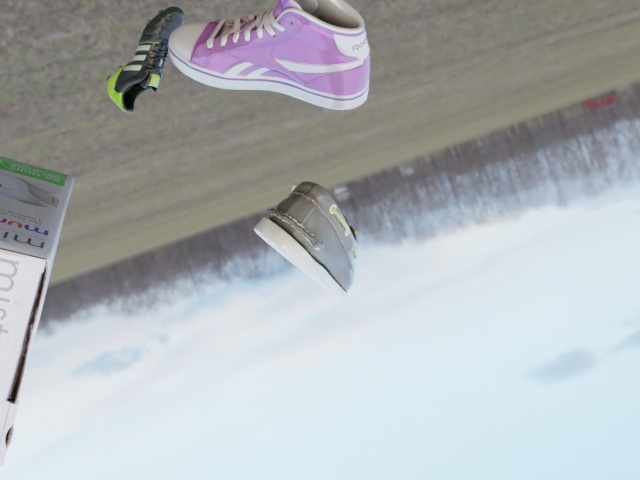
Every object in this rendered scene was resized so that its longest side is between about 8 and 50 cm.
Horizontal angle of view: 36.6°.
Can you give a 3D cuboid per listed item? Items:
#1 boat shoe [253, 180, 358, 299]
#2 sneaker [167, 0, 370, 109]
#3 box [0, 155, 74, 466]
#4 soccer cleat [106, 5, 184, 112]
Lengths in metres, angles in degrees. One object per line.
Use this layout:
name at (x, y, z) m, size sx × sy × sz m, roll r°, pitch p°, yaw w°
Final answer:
boat shoe at (0.004, 0.003, 1.241) m, size 0.091 × 0.109 × 0.305 m, roll -52°, pitch 163°, yaw -2°
sneaker at (-0.070, -0.274, 1.245) m, size 0.282 × 0.102 × 0.161 m, roll 11°, pitch 144°, yaw 12°
box at (-0.282, 0.083, 0.733) m, size 0.127 × 0.262 × 0.231 m, roll 16°, pitch -165°, yaw -14°
soccer cleat at (-0.255, -0.271, 1.460) m, size 0.179 × 0.072 × 0.060 m, roll -49°, pitch 149°, yaw 20°
